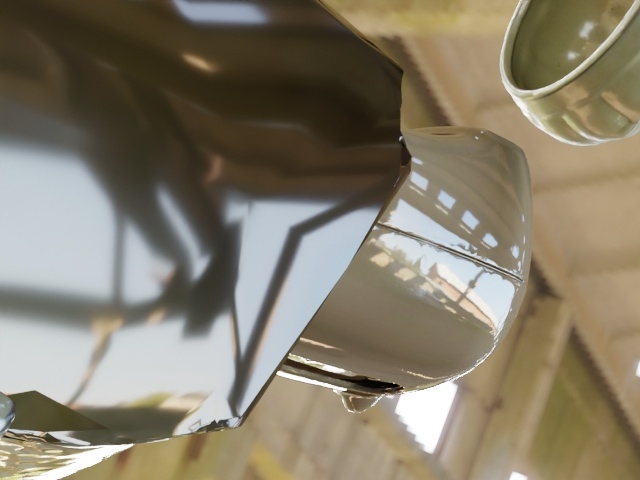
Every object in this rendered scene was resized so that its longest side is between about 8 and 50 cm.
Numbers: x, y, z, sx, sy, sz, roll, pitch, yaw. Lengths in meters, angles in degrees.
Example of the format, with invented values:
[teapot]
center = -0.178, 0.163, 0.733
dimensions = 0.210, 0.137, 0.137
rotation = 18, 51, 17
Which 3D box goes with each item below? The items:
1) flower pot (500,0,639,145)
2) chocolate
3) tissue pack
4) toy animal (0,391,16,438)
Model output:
[flower pot]
center = 0.379, -0.215, 2.216
dimensions = 0.244, 0.307, 0.307
rotation = 31, -28, -23
[chocolate]
center = -0.176, -0.025, 1.112
dimensions = 0.314, 0.326, 0.297
rotation = 38, -24, -12
[tissue pack]
center = 0.000, 0.000, 1.888
dimensions = 0.387, 0.277, 0.267
rotation = 18, -16, -32
[toy animal]
center = -0.174, 0.117, 0.745
dimensions = 0.255, 0.090, 0.170
rotation = 49, -63, 8
